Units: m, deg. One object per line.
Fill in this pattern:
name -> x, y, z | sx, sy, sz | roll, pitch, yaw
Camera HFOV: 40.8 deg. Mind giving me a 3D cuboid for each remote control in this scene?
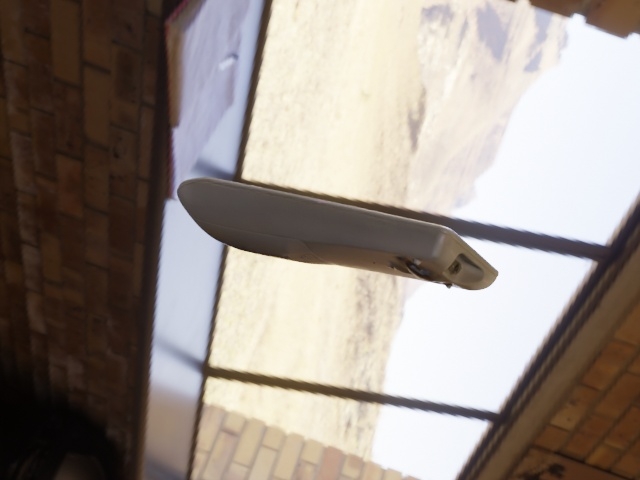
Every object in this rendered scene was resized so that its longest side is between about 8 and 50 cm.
remote control -> 0.000, 0.000, 0.786 | 0.109, 0.313, 0.055 | 35, 73, -50
